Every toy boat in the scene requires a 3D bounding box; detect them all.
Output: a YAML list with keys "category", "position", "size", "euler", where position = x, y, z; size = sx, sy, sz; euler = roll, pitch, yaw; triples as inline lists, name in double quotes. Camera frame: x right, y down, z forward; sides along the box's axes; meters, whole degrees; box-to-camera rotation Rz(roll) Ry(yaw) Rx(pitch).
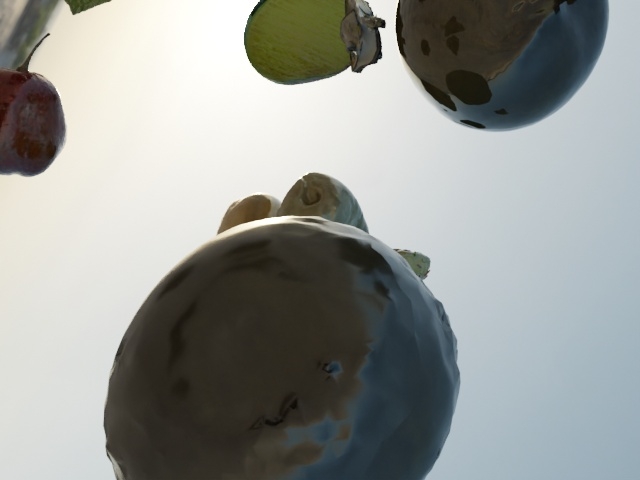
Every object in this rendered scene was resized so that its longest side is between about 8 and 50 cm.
- category: "toy boat"
  position: [0.058, -0.336, 1.370]
  size: [0.210, 0.066, 0.084]
  euler: [-101, -169, -51]

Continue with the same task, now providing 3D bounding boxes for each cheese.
- category: "cheese"
  position: [0.000, 0.000, 1.462]
  size: [0.235, 0.117, 0.218]
  euler: [-37, 134, -56]

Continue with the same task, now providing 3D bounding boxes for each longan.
- category: "longan"
  position: [-0.037, 0.173, 1.087]
  size: [0.436, 0.404, 0.404]
  euler: [-45, -172, -37]
- category: "longan"
  position: [0.251, -0.305, 1.252]
  size: [0.319, 0.319, 0.319]
  euler: [-49, -155, 32]

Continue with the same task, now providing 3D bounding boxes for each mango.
- category: "mango"
  position: [-0.123, 0.002, 1.599]
  size: [0.176, 0.119, 0.317]
  euler: [-55, -163, 10]

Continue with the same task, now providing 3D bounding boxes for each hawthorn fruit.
- category: "hawthorn fruit"
  position: [-0.446, -0.197, 1.300]
  size: [0.162, 0.163, 0.203]
  euler: [-107, -154, -61]

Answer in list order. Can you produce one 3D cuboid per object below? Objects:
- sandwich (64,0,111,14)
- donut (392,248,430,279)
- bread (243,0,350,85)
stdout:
- category: "sandwich"
  position: [-0.189, -0.309, 0.889]
  size: [0.212, 0.245, 0.063]
  euler: [-50, -169, 31]
- category: "donut"
  position: [0.177, 0.071, 2.103]
  size: [0.174, 0.174, 0.068]
  euler: [-30, -124, 54]
- category: "bread"
  position: [-0.027, -0.365, 1.568]
  size: [0.033, 0.228, 0.228]
  euler: [69, 39, -66]
